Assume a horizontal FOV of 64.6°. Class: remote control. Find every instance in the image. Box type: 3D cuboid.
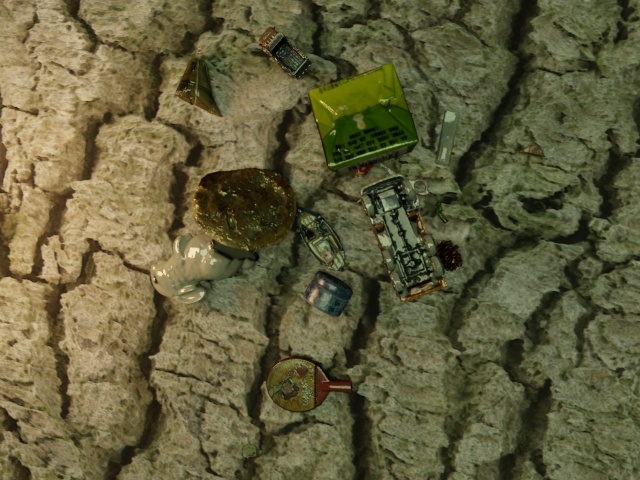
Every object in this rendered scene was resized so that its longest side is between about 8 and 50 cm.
[{"bbox_3d":[0.430,-0.350,1.713,0.049,0.027,0.184,10,93,5],"label":"remote control"}]

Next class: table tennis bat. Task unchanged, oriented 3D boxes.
[{"bbox_3d":[-0.042,0.515,1.807,0.309,0.038,0.201,0,94,9],"label":"table tennis bat"}]

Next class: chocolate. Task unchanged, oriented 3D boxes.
[{"bbox_3d":[0.140,-0.384,1.656,0.300,0.137,0.289,-16,75,5],"label":"chocolate"}]

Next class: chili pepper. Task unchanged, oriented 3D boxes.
[{"bbox_3d":[0.412,-0.097,1.734,0.027,0.022,0.083,-21,92,40],"label":"chili pepper"}]

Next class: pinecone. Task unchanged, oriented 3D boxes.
[{"bbox_3d":[0.430,0.055,1.702,0.102,0.102,0.109,-44,58,6],"label":"pinecone"}]

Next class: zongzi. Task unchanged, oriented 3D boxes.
[{"bbox_3d":[-0.393,-0.548,1.774,0.177,0.081,0.189,24,81,-17],"label":"zongzi"}]

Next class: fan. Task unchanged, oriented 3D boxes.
[{"bbox_3d":[-0.263,0.757,1.855,0.055,0.004,0.084,-8,93,7],"label":"fan"}]

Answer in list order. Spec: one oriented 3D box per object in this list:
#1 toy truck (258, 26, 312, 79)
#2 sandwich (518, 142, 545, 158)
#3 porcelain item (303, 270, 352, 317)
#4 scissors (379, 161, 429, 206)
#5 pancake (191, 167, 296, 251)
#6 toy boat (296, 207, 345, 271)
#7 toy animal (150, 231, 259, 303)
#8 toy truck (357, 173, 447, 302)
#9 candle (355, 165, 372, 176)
[{"bbox_3d":[-0.122,-0.636,1.718,0.192,0.092,0.083,44,97,2],"label":"toy truck"},{"bbox_3d":[0.709,-0.303,1.686,0.083,0.031,0.044,13,99,2],"label":"sandwich"},{"bbox_3d":[0.028,0.179,1.723,0.147,0.147,0.114,29,95,3],"label":"porcelain item"},{"bbox_3d":[0.276,-0.209,1.740,0.212,0.021,0.110,41,94,1],"label":"scissors"},{"bbox_3d":[-0.252,-0.111,1.692,0.355,0.065,0.357,8,55,-11],"label":"pancake"},{"bbox_3d":[0.000,0.000,1.730,0.114,0.115,0.262,-34,89,6],"label":"toy boat"},{"bbox_3d":[-0.424,0.093,1.761,0.357,0.194,0.258,-36,114,22],"label":"toy animal"},{"bbox_3d":[0.257,-0.007,1.662,0.173,0.207,0.388,-20,87,-1],"label":"toy truck"},{"bbox_3d":[0.162,-0.273,1.732,0.052,0.052,0.131,36,96,3],"label":"candle"}]
